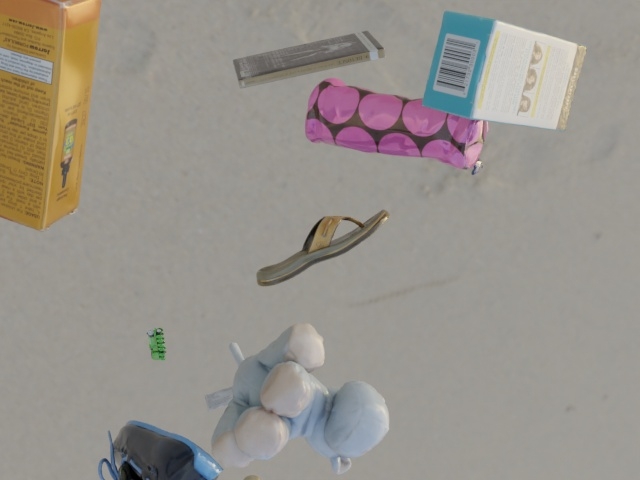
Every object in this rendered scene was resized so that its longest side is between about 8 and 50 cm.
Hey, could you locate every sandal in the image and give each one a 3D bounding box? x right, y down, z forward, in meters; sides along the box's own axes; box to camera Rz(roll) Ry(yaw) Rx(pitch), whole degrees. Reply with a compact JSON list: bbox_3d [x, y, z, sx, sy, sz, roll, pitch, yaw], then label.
[{"bbox_3d":[0.000,0.000,1.487,0.180,0.049,0.072,-25,-176,-4],"label":"sandal"}]

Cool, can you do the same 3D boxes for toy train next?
[{"bbox_3d":[-0.239,0.151,1.819,0.023,0.017,0.083,3,146,0],"label":"toy train"}]

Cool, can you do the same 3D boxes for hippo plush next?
[{"bbox_3d":[-0.030,0.290,1.966,0.294,0.236,0.234,-27,-145,57],"label":"hippo plush"}]

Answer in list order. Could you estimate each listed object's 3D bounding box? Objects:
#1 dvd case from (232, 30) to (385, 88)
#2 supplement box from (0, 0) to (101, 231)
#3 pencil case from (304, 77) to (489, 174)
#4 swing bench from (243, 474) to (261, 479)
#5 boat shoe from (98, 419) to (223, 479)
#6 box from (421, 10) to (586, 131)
[{"bbox_3d":[-0.021,-0.277,1.899,0.221,0.164,0.018,-13,110,-3],"label":"dvd case"},{"bbox_3d":[-0.272,-0.132,1.211,0.078,0.080,0.233,-44,146,-62],"label":"supplement box"},{"bbox_3d":[0.091,-0.139,1.460,0.098,0.209,0.095,-52,149,-53],"label":"pencil case"},{"bbox_3d":[-0.034,0.412,1.208,0.253,0.165,0.255,88,22,-54],"label":"swing bench"},{"bbox_3d":[-0.202,0.263,1.421,0.089,0.109,0.258,-53,-169,-20],"label":"boat shoe"},{"bbox_3d":[0.199,-0.175,1.313,0.244,0.060,0.101,-2,108,-57],"label":"box"}]
